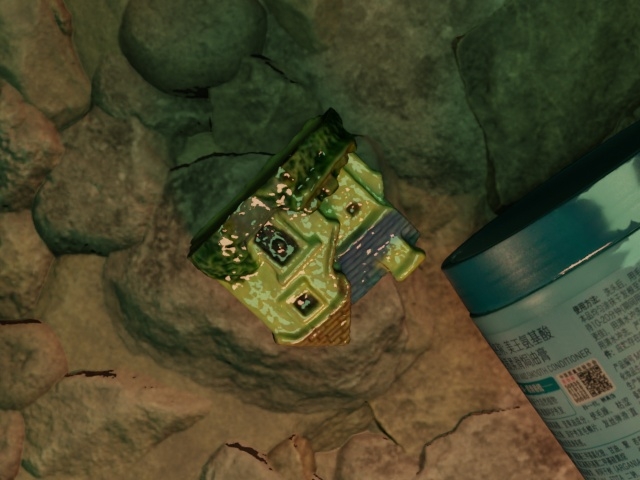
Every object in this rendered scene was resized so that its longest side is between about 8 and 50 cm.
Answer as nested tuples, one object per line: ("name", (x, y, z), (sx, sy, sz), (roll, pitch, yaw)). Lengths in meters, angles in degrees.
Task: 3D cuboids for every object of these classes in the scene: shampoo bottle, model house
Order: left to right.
("model house", (0.000, 0.000, 1.597), (0.214, 0.195, 0.189), (-45, 99, -1))
("shampoo bottle", (0.347, 0.075, 1.537), (0.331, 0.331, 0.342), (-34, 91, -4))
